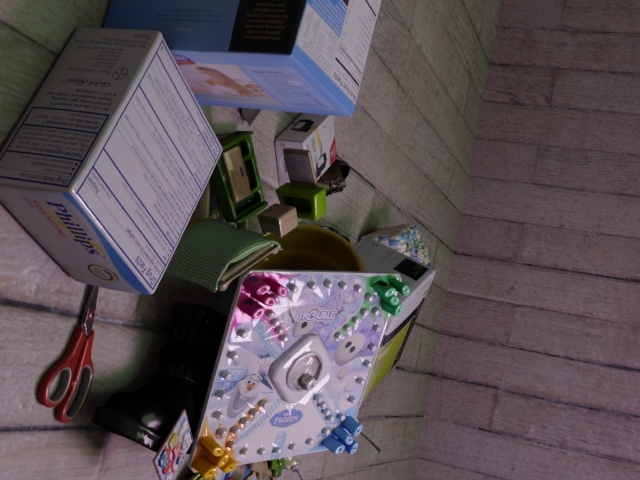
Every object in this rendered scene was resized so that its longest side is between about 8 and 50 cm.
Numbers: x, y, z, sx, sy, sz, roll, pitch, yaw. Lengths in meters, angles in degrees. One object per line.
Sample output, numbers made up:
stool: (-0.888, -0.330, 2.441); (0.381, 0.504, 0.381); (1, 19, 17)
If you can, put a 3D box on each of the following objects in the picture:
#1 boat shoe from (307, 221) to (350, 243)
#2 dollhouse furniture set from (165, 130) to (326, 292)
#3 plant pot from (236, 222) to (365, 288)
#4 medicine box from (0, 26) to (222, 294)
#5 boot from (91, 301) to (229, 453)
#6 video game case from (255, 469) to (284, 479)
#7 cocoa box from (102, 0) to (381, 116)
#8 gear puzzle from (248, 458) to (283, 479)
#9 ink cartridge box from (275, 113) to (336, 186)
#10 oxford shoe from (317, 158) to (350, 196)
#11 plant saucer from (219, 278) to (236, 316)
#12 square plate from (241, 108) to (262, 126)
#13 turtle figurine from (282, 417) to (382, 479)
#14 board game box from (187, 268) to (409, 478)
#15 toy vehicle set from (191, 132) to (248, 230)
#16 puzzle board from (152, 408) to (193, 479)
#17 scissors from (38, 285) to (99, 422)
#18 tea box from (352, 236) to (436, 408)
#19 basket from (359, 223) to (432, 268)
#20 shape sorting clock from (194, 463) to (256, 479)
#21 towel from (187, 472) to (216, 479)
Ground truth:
boat shoe: (0.000, 0.000, 2.096); (0.258, 0.089, 0.109); (-28, 124, -63)
dollhouse furniture set: (-0.157, -0.061, 1.477); (0.301, 0.197, 0.151); (-37, 126, -41)
plant pot: (-0.048, 0.133, 1.758); (0.239, 0.254, 0.254); (98, 15, -49)
medicine box: (-0.296, -0.114, 1.241); (0.263, 0.149, 0.289); (66, 39, -53)
boot: (-0.255, 0.229, 1.490); (0.348, 0.131, 0.260); (58, 51, -74)
video game case: (-0.149, 0.574, 2.038); (0.193, 0.023, 0.212); (77, 30, -43)
cocoa box: (-0.117, -0.342, 1.313); (0.231, 0.347, 0.228); (31, 70, -61)
gear puzzle: (-0.117, 0.426, 1.831); (0.175, 0.044, 0.339); (49, 25, -62)
ink cartridge box: (-0.031, -0.208, 1.963); (0.175, 0.072, 0.127); (-53, 146, -50)
oxford shoe: (0.008, -0.141, 2.058); (0.227, 0.096, 0.083); (-51, 145, -49)
plant saucer: (-0.154, 0.117, 1.834); (0.195, 0.037, 0.195); (8, 90, -69)
square plate: (-0.085, -0.416, 1.596); (0.347, 0.049, 0.344); (154, -49, -76)
turtle figurine: (0.001, 0.488, 2.098); (0.198, 0.275, 0.266); (-63, 173, 9)
board game box: (-0.027, 0.243, 1.576); (0.390, 0.050, 0.390); (3, 110, -42)
toy vehicle set: (-0.193, -0.073, 1.663); (0.166, 0.035, 0.267); (-24, 120, -64)
puzzle board: (-0.237, 0.343, 1.398); (0.128, 0.011, 0.096); (93, 23, -55)
scissors: (-0.365, 0.137, 1.348); (0.109, 0.021, 0.297); (53, 49, -58)
tea box: (0.097, 0.207, 2.140); (0.329, 0.220, 0.323); (-30, 142, -63)
basket: (0.222, 0.108, 2.536); (0.255, 0.201, 0.289); (-30, 116, -64)
shape sorting clock: (-0.200, 0.507, 1.812); (0.206, 0.040, 0.206); (-33, 133, -44)
towel: (-0.239, 0.564, 1.759); (0.102, 0.021, 0.237); (-33, 135, -25)
